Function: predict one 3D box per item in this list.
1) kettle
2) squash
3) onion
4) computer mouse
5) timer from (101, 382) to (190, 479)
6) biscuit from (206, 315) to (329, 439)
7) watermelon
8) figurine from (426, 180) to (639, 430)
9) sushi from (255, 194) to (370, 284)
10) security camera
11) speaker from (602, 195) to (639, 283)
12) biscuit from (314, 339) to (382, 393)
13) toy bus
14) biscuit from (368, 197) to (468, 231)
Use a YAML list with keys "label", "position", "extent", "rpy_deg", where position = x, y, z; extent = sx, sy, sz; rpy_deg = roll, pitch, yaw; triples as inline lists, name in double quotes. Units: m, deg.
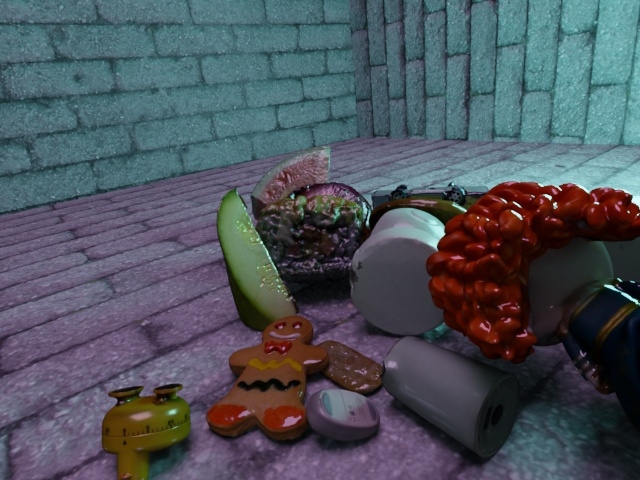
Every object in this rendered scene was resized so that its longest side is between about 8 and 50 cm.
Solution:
- label: "kettle"
  position: [0.168, 0.182, 0.522]
  extent: [0.126, 0.098, 0.148]
  rpy_deg: [-27, 24, -31]
- label: "squash"
  position: [-0.135, 0.037, 0.776]
  extent: [0.093, 0.252, 0.169]
  rpy_deg: [-23, 26, -33]
- label: "onion"
  position: [0.014, -0.043, 1.042]
  extent: [0.248, 0.248, 0.161]
  rpy_deg: [-5, -13, 4]
- label: "computer mouse"
  position: [0.026, 0.225, 0.520]
  extent: [0.096, 0.039, 0.066]
  rpy_deg: [16, 24, -17]
- label: "timer"
  position: [-0.219, 0.243, 0.515]
  extent: [0.107, 0.109, 0.107]
  rpy_deg: [-4, -9, -1]
- label: "biscuit"
  position: [-0.071, 0.190, 0.628]
  extent: [0.165, 0.036, 0.250]
  rpy_deg: [-4, 24, 14]
- label: "watermelon"
  position: [-0.063, -0.141, 1.246]
  extent: [0.283, 0.250, 0.292]
  rpy_deg: [-20, 21, -19]
- label: "figurine"
  position: [0.304, 0.086, 0.446]
  extent: [0.412, 0.241, 0.306]
  rpy_deg: [41, 21, 31]
- label: "sushi"
  position: [0.000, 0.000, 0.878]
  extent: [0.274, 0.184, 0.139]
  rpy_deg: [-2, -9, 2]
- label: "security camera"
  position: [0.165, 0.041, 0.768]
  extent: [0.194, 0.195, 0.236]
  rpy_deg: [1, 21, 19]
- label: "speaker"
  position: [0.511, 0.032, 0.685]
  extent: [0.406, 0.184, 0.183]
  rpy_deg: [0, 22, 15]
- label: "biscuit"
  position: [0.038, 0.194, 0.636]
  extent: [0.071, 0.018, 0.147]
  rpy_deg: [-21, 25, -35]
- label: "toy bus"
  position: [0.307, -0.091, 1.156]
  extent: [0.316, 0.138, 0.112]
  rpy_deg: [0, 16, 20]
- label: "biscuit"
  position: [0.235, -0.030, 0.912]
  extent: [0.262, 0.037, 0.262]
  rpy_deg: [13, -19, 5]
